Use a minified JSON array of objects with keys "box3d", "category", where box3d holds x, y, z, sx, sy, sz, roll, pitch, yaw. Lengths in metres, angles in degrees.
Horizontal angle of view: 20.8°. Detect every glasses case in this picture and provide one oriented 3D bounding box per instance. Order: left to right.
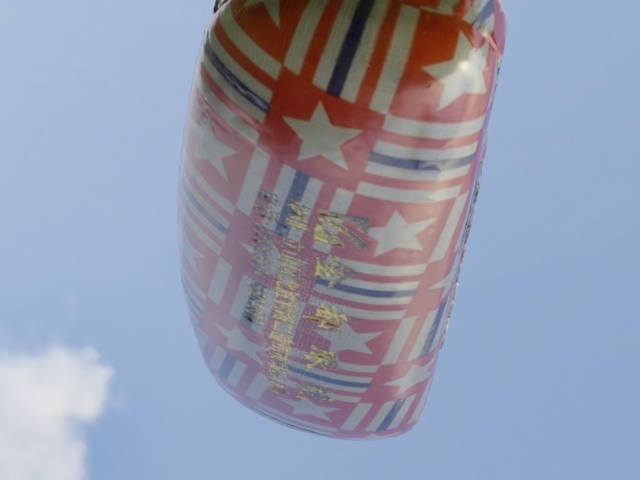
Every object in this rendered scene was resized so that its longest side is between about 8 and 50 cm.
[{"box3d":[0.000,0.000,0.440,0.073,0.194,0.049,12,-121,5],"category":"glasses case"}]
